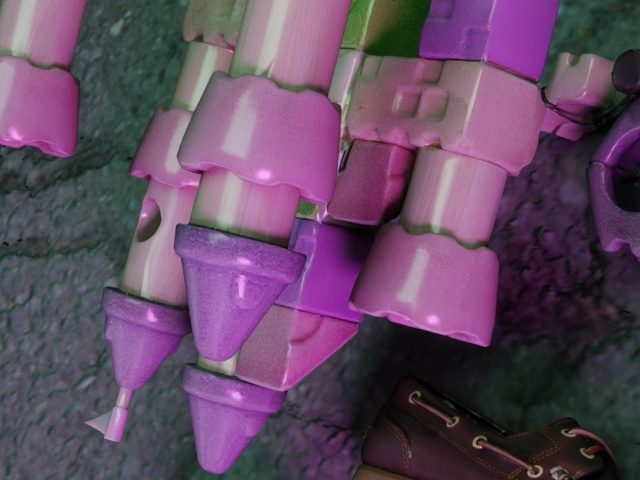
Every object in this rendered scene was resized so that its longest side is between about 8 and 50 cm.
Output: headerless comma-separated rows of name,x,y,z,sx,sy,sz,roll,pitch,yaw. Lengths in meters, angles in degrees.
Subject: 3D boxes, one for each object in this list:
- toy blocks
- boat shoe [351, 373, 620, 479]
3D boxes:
toy blocks,0.000,0.000,0.796,0.289,0.309,0.260,11,87,52
boat shoe,0.103,0.116,0.757,0.207,0.073,0.073,17,76,40
